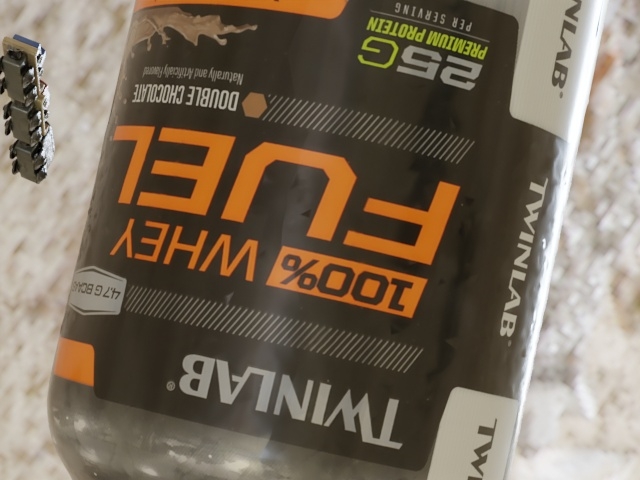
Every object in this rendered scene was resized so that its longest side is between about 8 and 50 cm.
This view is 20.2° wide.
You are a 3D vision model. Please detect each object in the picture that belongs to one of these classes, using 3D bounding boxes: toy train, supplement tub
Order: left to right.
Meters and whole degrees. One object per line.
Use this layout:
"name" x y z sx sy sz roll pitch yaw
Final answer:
"toy train" -0.188 -0.086 1.159 0.158 0.027 0.036 99 15 -64
"supplement tub" 0.000 0.000 0.791 0.207 0.207 0.338 30 72 -78
